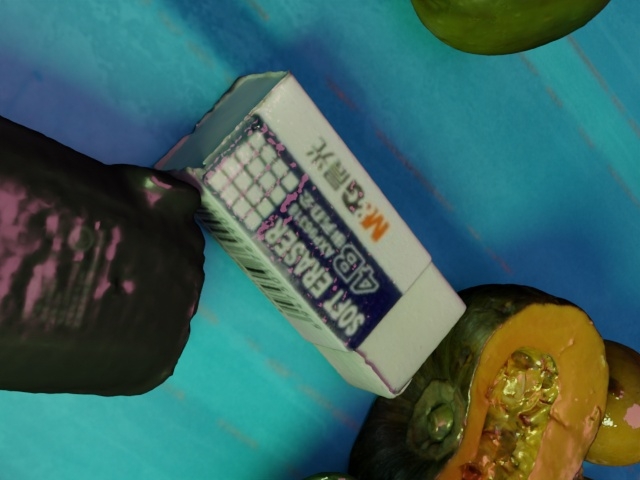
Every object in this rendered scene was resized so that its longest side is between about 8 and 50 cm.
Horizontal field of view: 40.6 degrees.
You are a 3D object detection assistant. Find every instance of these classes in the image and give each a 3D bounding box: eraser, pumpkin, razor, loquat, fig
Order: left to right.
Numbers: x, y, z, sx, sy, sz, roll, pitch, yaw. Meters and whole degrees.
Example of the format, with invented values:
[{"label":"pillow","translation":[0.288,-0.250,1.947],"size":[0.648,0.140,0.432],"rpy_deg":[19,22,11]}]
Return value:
[{"label":"razor","translation":[-0.237,0.003,0.581],"size":[0.327,0.107,0.189],"rpy_deg":[17,85,-34]},{"label":"eraser","translation":[0.000,0.000,0.753],"size":[0.130,0.086,0.287],"rpy_deg":[-48,117,-20]},{"label":"pumpkin","translation":[0.166,0.204,0.849],"size":[0.222,0.139,0.317],"rpy_deg":[32,75,-29]},{"label":"fig","translation":[0.184,-0.260,0.811],"size":[0.181,0.191,0.181],"rpy_deg":[4,90,-69]},{"label":"loquat","translation":[0.313,0.178,0.952],"size":[0.141,0.141,0.141],"rpy_deg":[-3,95,-34]}]

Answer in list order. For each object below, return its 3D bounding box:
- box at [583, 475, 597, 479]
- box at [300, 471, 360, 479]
[{"label":"box","translation":[0.315,0.329,0.896],"size":[0.153,0.240,0.074],"rpy_deg":[-19,104,-31]},{"label":"box","translation":[-0.014,0.374,0.649],"size":[0.253,0.178,0.328],"rpy_deg":[44,88,-10]}]
